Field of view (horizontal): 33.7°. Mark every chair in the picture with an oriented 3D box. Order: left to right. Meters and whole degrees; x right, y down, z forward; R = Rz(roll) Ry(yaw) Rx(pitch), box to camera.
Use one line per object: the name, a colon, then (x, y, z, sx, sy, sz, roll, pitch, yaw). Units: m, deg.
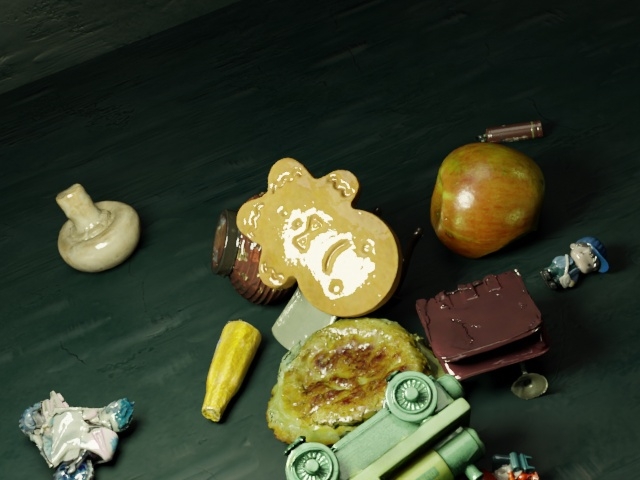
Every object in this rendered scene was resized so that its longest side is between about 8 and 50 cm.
chair: (0.053, 0.086, 2.142, 0.186, 0.319, 0.160, 13, 12, -45)

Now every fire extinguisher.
fire extinguisher: (0.448, -0.254, 2.507, 0.158, 0.043, 0.064, -6, 7, 14)

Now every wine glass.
wine glass: (0.361, 0.197, 1.915, 0.066, 0.066, 0.198, -12, 35, 7)

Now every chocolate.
chocolate: (-0.179, 0.255, 2.049, 0.086, 0.085, 0.219, -3, 39, 19)

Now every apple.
apple: (0.352, -0.081, 2.195, 0.226, 0.246, 0.246, 4, 36, -3)

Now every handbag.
handbag: (0.291, 0.151, 1.900, 0.203, 0.074, 0.216, -20, 30, 2)

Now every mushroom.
mushroom: (-0.523, -0.035, 2.493, 0.206, 0.209, 0.206, -1, 13, 0)

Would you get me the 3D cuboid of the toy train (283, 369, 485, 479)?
toy train: (0.109, 0.365, 1.661, 0.369, 0.150, 0.237, -34, 63, -13)

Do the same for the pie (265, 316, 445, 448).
pie: (0.067, 0.260, 1.917, 0.355, 0.103, 0.288, -17, 32, -1)

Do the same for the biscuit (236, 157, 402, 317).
biscuit: (-0.001, -0.001, 2.033, 0.355, 0.052, 0.275, 44, 98, 23)

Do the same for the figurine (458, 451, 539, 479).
figurine: (0.276, 0.388, 1.686, 0.140, 0.068, 0.075, -14, 38, 1)

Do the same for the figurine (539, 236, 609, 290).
figurine: (0.498, 0.048, 2.067, 0.136, 0.077, 0.079, -30, 0, 7)

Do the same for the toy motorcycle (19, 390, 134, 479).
toy motorcycle: (-0.448, 0.355, 2.005, 0.204, 0.108, 0.239, -35, 61, -15)

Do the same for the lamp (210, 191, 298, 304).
lamp: (-0.108, 0.017, 2.221, 0.247, 0.247, 0.247, -11, 36, 8)
